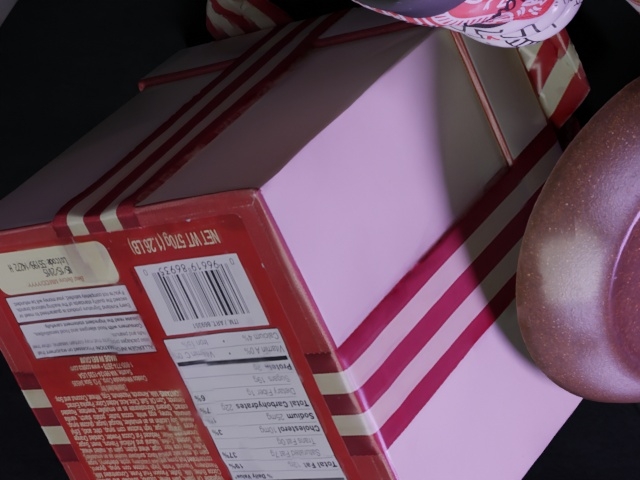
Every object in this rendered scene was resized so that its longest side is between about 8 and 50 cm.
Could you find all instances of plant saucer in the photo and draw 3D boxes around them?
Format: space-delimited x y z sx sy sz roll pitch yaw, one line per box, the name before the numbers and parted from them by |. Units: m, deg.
plant saucer | 0.187 0.002 0.974 0.036 0.198 0.199 44 167 48

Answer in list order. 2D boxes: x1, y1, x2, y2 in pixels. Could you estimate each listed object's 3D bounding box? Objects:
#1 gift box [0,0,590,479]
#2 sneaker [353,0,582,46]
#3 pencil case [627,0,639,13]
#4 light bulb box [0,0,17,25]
gift box | 0.000 0.000 1.035 0.255 0.258 0.276 -3 117 37
sneaker | 0.003 -0.171 0.935 0.270 0.090 0.145 36 -163 34
pencil case | 0.156 -0.153 0.798 0.386 0.167 0.160 40 152 -21
light bulb box | -0.404 -0.104 1.047 0.361 0.358 0.225 39 141 -17
